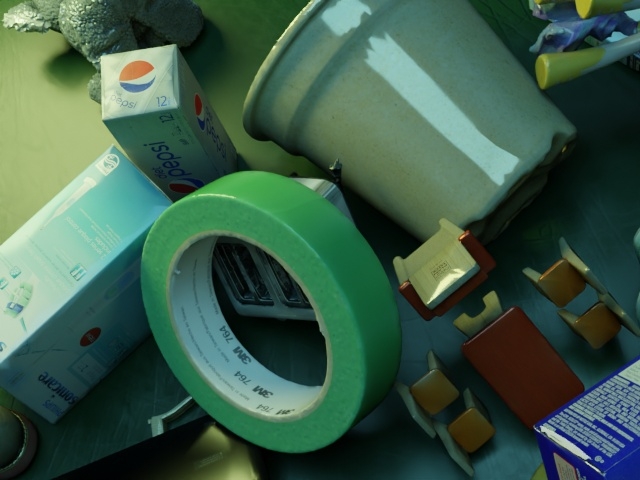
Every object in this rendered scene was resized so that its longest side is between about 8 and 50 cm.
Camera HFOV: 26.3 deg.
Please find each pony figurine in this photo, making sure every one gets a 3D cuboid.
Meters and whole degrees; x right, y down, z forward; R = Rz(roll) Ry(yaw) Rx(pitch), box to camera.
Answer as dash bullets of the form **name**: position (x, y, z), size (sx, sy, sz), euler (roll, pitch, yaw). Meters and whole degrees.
- **pony figurine**: position (0.423, -0.270, 1.550), size (0.363, 0.351, 0.303), euler (-11, 73, -9)

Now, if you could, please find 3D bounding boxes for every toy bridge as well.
- **toy bridge**: position (-0.123, 0.206, 1.689), size (0.188, 0.026, 0.063), euler (-12, 65, 6)

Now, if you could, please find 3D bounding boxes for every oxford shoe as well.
- **oxford shoe**: position (-0.535, 0.225, 1.706), size (0.348, 0.130, 0.123), euler (-1, 67, 11)

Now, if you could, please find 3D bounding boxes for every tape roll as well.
- **tape roll**: position (-0.061, 0.083, 1.542), size (0.321, 0.321, 0.077), euler (34, 41, 22)

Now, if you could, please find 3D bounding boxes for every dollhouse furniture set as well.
- **dollhouse furniture set**: position (0.196, 0.108, 1.518), size (0.262, 0.259, 0.135), euler (-40, 25, 5)

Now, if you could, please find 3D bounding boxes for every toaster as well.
- **toaster**: position (-0.036, 0.008, 1.631), size (0.168, 0.186, 0.110), euler (1, 36, 39)

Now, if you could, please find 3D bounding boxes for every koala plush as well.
- **koala plush**: position (-0.315, -0.324, 1.875), size (0.221, 0.203, 0.196), euler (30, 75, 33)

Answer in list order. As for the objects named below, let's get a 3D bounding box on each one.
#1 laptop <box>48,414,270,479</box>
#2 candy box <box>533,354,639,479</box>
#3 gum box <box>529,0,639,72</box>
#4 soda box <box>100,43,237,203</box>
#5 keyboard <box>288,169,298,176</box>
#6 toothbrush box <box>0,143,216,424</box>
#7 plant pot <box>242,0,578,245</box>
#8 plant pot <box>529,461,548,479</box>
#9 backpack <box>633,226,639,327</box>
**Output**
- **laptop**: position (-0.186, 0.464, 1.583), size (0.382, 0.236, 0.408), euler (-22, 40, 1)
- **candy box**: position (0.396, 0.228, 1.397), size (0.317, 0.268, 0.122), euler (-29, 32, -18)
- **gum box**: position (0.395, -0.327, 1.802), size (0.184, 0.041, 0.157), euler (35, 77, 22)
- **soda box**: position (-0.182, -0.130, 1.699), size (0.098, 0.286, 0.091), euler (-9, 66, 9)
- **keyboard**: position (0.000, 0.000, 1.756), size (0.100, 0.038, 0.192), euler (-38, 65, 20)
- **toothbrush box**: position (-0.293, 0.060, 1.681), size (0.295, 0.216, 0.126), euler (-42, 66, -8)
- **plant pot**: position (0.130, -0.150, 1.654), size (0.334, 0.334, 0.305), euler (-44, 78, -9)
- **plant pot**: position (0.296, 0.277, 1.532), size (0.134, 0.134, 0.095), euler (8, 44, 14)
- **backpack**: position (0.464, 0.026, 1.542), size (0.191, 0.225, 0.253), euler (38, 89, 26)
